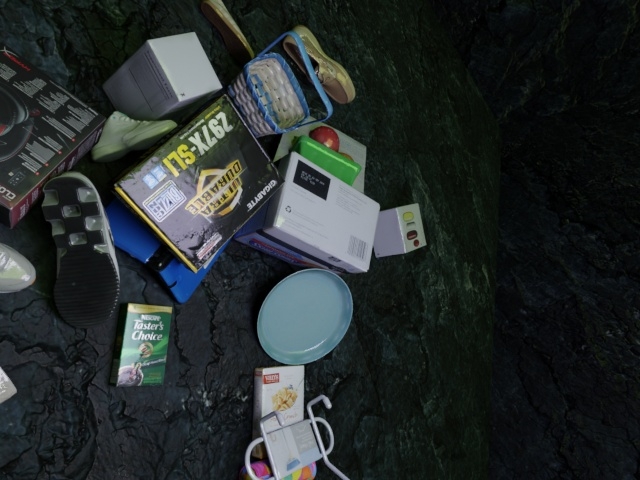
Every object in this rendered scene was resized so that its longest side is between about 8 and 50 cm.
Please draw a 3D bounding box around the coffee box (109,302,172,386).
[{"bbox_3d":[-0.413,0.240,0.957,0.113,0.040,0.184,18,69,-45],"label":"coffee box"}]

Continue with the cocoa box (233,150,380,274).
[{"bbox_3d":[-0.035,-0.058,1.224,0.347,0.228,0.231,26,66,-33],"label":"cocoa box"}]

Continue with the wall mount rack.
[{"bbox_3d":[-0.023,0.602,1.126,0.350,0.130,0.304,7,52,-50],"label":"wall mount rack"}]

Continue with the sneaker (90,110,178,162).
[{"bbox_3d":[-0.430,-0.250,0.932,0.080,0.212,0.094,-22,96,-85],"label":"sneaker"}]

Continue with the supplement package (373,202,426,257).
[{"bbox_3d":[0.331,-0.046,1.777,0.203,0.149,0.194,-15,94,-50],"label":"supplement package"}]

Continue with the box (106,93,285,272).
[{"bbox_3d":[-0.263,-0.131,0.942,0.322,0.079,0.257,-49,124,-23],"label":"box"}]

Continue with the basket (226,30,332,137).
[{"bbox_3d":[-0.123,-0.452,1.243,0.201,0.289,0.255,-44,118,-38],"label":"basket"}]

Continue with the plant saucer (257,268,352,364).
[{"bbox_3d":[-0.048,0.231,1.276,0.317,0.043,0.318,-9,110,-24],"label":"plant saucer"}]

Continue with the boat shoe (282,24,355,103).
[{"bbox_3d":[-0.008,-0.634,1.554,0.341,0.121,0.110,42,57,-23],"label":"boat shoe"}]

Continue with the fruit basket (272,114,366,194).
[{"bbox_3d":[0.008,-0.289,1.430,0.327,0.165,0.353,24,41,-17],"label":"fruit basket"}]

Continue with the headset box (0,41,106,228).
[{"bbox_3d":[-0.591,-0.183,0.761,0.218,0.110,0.293,37,55,-19],"label":"headset box"}]

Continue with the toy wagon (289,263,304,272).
[{"bbox_3d":[0.000,0.000,1.457,0.344,0.068,0.267,-1,83,-49],"label":"toy wagon"}]

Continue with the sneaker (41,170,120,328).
[{"bbox_3d":[-0.488,0.018,0.866,0.122,0.146,0.331,-2,108,-22],"label":"sneaker"}]

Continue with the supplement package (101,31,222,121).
[{"bbox_3d":[-0.375,-0.362,0.974,0.134,0.244,0.139,-42,114,-44],"label":"supplement package"}]

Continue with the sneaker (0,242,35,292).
[{"bbox_3d":[-0.623,0.011,0.709,0.262,0.121,0.099,41,55,-36],"label":"sneaker"}]

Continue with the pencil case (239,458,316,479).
[{"bbox_3d":[-0.116,0.660,1.164,0.236,0.104,0.104,18,69,-45],"label":"pencil case"}]

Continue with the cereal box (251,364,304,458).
[{"bbox_3d":[-0.122,0.497,1.226,0.173,0.047,0.240,13,73,-47],"label":"cereal box"}]

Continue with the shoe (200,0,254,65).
[{"bbox_3d":[-0.273,-0.648,1.278,0.219,0.076,0.058,51,53,-26],"label":"shoe"}]

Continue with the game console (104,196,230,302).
[{"bbox_3d":[-0.379,-0.033,1.066,0.250,0.173,0.293,82,29,-49],"label":"game console"}]

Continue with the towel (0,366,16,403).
[{"bbox_3d":[-0.672,0.201,0.672,0.187,0.049,0.282,-39,112,-44],"label":"towel"}]
